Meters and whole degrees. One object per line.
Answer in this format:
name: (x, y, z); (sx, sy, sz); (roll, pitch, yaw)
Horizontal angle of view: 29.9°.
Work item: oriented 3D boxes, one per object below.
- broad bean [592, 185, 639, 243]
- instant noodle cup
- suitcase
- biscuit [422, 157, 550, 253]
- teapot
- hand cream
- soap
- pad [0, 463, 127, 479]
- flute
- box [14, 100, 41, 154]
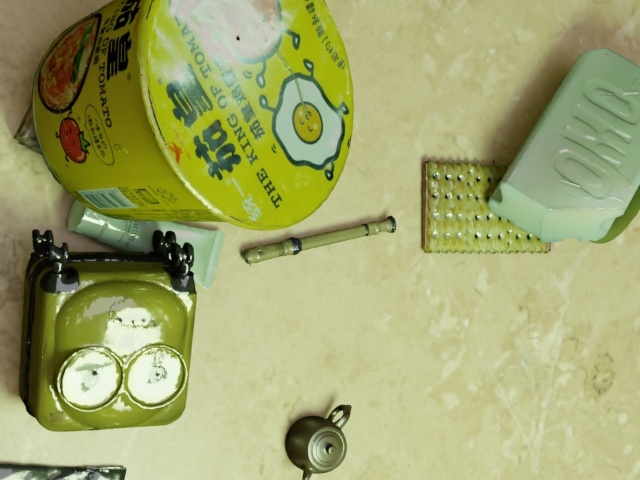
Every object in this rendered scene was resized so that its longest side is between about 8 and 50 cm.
broad bean: (0.450, -0.081, 1.833); (0.174, 0.082, 0.124); (-43, 106, -22)
instant noodle cup: (-0.157, -0.158, 1.368); (0.325, 0.254, 0.326); (9, 77, -46)
suitcase: (-0.247, 0.111, 1.402); (0.193, 0.143, 0.235); (0, 103, -28)
biscuit: (0.247, -0.048, 1.759); (0.231, 0.016, 0.139); (0, 91, -29)
teapot: (0.005, 0.269, 1.599); (0.076, 0.068, 0.121); (44, 71, -22)
hand cream: (-0.214, -0.003, 1.492); (0.204, 0.050, 0.078); (20, 76, -32)
soap: (0.389, -0.130, 1.745); (0.172, 0.095, 0.290); (32, 68, 6)
pad: (-0.349, 0.352, 1.437); (0.233, 0.022, 0.174); (6, 86, -30)
flute: (0.000, 0.000, 1.620); (0.233, 0.027, 0.027); (-13, 96, -27)
box: (-0.318, -0.149, 1.434); (0.062, 0.045, 0.098); (27, 79, -26)
